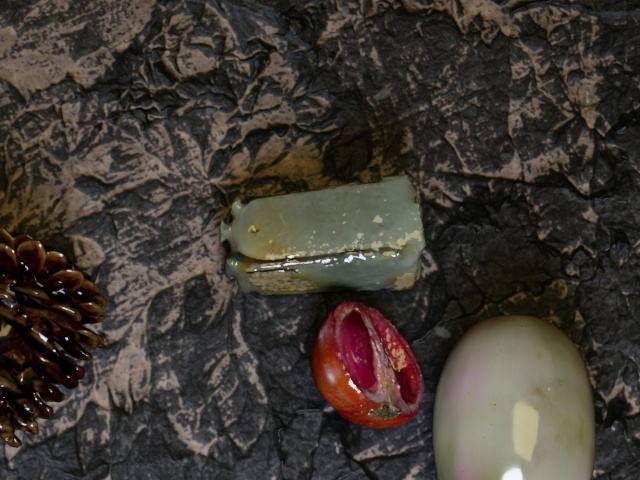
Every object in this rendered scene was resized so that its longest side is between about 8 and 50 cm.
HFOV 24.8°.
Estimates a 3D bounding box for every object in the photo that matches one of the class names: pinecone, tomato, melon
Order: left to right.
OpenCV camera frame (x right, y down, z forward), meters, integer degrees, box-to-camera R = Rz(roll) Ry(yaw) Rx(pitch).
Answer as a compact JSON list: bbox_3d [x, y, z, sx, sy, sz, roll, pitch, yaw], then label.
[{"bbox_3d":[-0.403,0.134,1.855,0.246,0.246,0.292,18,69,-6],"label":"pinecone"},{"bbox_3d":[0.049,0.180,2.016,0.189,0.099,0.173,26,41,-44],"label":"tomato"},{"bbox_3d":[0.260,0.257,1.962,0.223,0.223,0.317,4,74,-11],"label":"melon"}]

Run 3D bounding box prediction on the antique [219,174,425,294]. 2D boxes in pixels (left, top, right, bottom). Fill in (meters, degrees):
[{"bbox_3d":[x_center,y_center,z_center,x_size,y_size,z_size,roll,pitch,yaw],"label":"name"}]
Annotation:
[{"bbox_3d":[0.000,0.000,2.058,0.284,0.150,0.125,-5,67,-5],"label":"antique"}]
